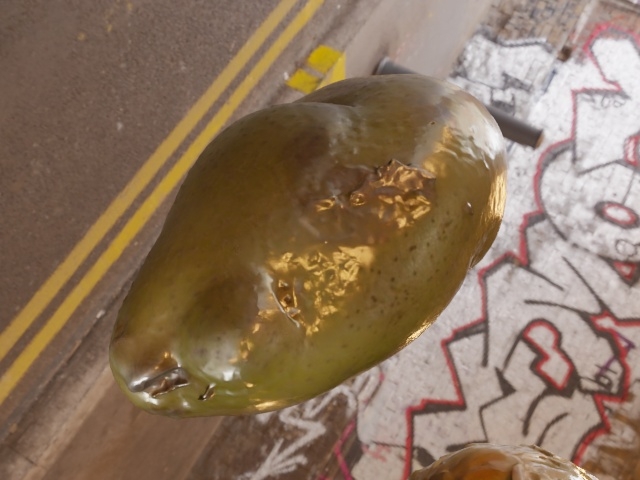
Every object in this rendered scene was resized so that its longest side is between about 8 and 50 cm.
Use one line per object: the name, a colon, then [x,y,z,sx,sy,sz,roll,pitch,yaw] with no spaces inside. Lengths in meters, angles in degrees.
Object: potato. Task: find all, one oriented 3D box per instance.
potato: [-0.001,0.002,0.485,0.351,0.218,0.202,-42,139,-38]

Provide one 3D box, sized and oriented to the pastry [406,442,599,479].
pastry: [0.199,0.394,0.602,0.410,0.245,0.409,-38,-139,42]
